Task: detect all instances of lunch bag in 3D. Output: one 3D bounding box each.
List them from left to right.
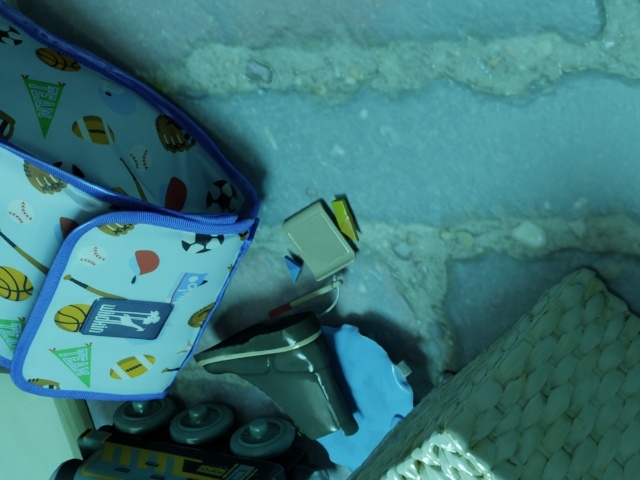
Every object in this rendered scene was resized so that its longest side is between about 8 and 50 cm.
[{"bbox_3d":[-0.282,-0.015,1.876,0.385,0.239,0.328,29,133,-1],"label":"lunch bag"}]

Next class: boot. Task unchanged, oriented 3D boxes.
[{"bbox_3d":[-0.052,0.161,1.887,0.198,0.077,0.137,-15,101,55],"label":"boot"}]

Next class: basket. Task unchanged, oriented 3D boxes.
[{"bbox_3d":[0.213,0.260,1.604,0.328,0.331,0.266,44,133,5],"label":"basket"}]

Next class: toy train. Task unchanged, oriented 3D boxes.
[{"bbox_3d":[-0.157,0.281,1.992,0.334,0.190,0.142,7,121,34],"label":"toy train"}]

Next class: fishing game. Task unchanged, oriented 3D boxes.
[{"bbox_3d":[0.044,0.170,1.860,0.189,0.041,0.264,-29,86,51],"label":"fishing game"}]

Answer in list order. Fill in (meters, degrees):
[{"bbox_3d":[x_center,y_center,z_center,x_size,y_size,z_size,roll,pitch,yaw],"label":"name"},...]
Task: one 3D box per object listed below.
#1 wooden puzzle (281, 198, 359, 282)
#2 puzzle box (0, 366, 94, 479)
[{"bbox_3d":[0.000,0.000,1.817,0.116,0.014,0.079,-21,99,43],"label":"wooden puzzle"},{"bbox_3d":[-0.381,0.330,2.291,0.272,0.052,0.409,3,119,35],"label":"puzzle box"}]
